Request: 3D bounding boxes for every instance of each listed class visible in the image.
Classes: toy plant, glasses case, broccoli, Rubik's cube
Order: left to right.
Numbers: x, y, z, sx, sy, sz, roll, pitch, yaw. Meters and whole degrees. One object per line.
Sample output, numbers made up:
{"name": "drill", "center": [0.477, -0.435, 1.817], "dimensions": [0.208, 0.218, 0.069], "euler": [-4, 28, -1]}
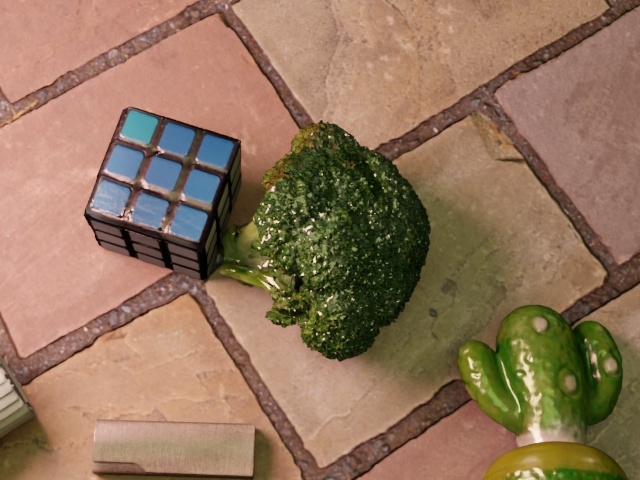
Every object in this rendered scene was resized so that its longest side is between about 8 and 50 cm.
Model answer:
{"name": "Rubik's cube", "center": [-0.202, -0.060, 1.454], "dimensions": [0.160, 0.163, 0.162], "euler": [18, 74, 1]}
{"name": "glasses case", "center": [-0.186, 0.266, 1.415], "dimensions": [0.205, 0.047, 0.071], "euler": [3, 74, -4]}
{"name": "broccoli", "center": [0.000, 0.000, 1.416], "dimensions": [0.275, 0.308, 0.308], "euler": [-2, 71, 21]}
{"name": "toy plant", "center": [0.286, 0.231, 1.416], "dimensions": [0.224, 0.184, 0.316], "euler": [7, 57, -7]}

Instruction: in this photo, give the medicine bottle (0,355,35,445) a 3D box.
{"name": "medicine bottle", "center": [-0.518, 0.242, 1.340], "dimensions": [0.318, 0.158, 0.158], "euler": [-32, 78, -13]}
